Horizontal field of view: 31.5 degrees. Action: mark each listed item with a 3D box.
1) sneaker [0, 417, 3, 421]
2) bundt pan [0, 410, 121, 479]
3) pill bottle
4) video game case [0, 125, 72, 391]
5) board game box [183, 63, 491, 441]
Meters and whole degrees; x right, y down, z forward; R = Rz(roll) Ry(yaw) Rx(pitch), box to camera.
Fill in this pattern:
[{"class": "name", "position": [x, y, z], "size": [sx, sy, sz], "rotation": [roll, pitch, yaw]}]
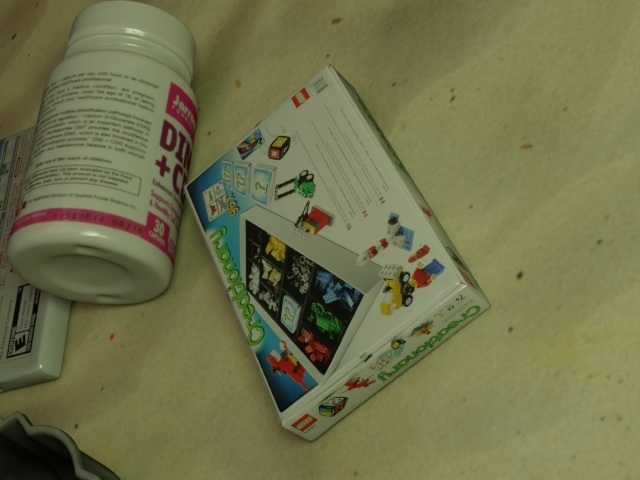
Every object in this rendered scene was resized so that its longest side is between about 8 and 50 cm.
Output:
[{"class": "sneaker", "position": [-0.425, 0.287, 1.152], "size": [0.169, 0.108, 0.292], "rotation": [26, 73, 45]}, {"class": "bundt pan", "position": [-0.266, 0.323, 0.978], "size": [0.331, 0.124, 0.330], "rotation": [-16, 59, 29]}, {"class": "pill bottle", "position": [-0.211, -0.092, 1.153], "size": [0.160, 0.160, 0.283], "rotation": [-13, 59, 33]}, {"class": "video game case", "position": [-0.392, 0.028, 1.314], "size": [0.300, 0.036, 0.328], "rotation": [-16, 58, 31]}, {"class": "board game box", "position": [0.000, 0.000, 1.009], "size": [0.193, 0.053, 0.305], "rotation": [-39, 48, 13]}]
